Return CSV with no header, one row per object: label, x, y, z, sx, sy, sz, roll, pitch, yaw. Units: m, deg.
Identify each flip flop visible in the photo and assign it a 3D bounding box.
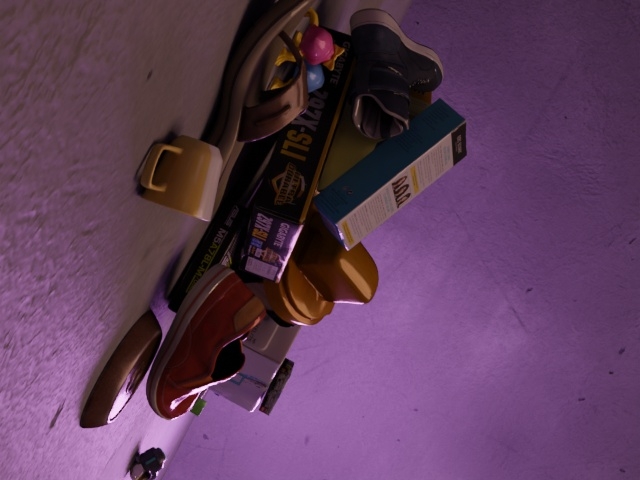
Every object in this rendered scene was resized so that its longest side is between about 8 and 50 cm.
flip flop,-0.059,-0.132,0.722,0.277,0.080,0.112,-62,179,27

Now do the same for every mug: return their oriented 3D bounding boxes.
mug,-0.114,-0.056,0.609,0.078,0.062,0.064,-161,-89,-84

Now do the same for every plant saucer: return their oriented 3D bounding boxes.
plant saucer,-0.250,0.171,0.917,0.168,0.029,0.168,-62,180,1

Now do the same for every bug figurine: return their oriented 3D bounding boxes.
bug figurine,0.022,-0.290,0.867,0.278,0.072,0.216,-62,179,13

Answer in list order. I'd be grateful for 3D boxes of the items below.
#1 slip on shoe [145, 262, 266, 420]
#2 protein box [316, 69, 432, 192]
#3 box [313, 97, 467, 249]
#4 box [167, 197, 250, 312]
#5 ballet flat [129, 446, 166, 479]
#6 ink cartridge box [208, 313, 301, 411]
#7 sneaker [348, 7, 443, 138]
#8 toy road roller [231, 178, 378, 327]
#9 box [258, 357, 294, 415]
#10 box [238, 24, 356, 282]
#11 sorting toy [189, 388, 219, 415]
slip on shoe,-0.163,0.167,0.995,0.123,0.101,0.331,-46,170,-47
protein box,0.096,-0.197,1.220,0.201,0.136,0.199,-78,-174,-48
box,0.108,-0.098,1.060,0.244,0.060,0.100,-39,154,-7
box,-0.168,0.040,1.107,0.184,0.045,0.190,-61,180,-12
ballet flat,-0.429,0.552,1.722,0.074,0.074,0.203,-62,-174,-36
ink cartridge box,-0.156,0.189,1.482,0.198,0.197,0.270,-61,180,-37
sneaker,0.114,-0.215,1.037,0.226,0.086,0.163,15,69,-52
toy road roller,0.000,0.000,1.291,0.202,0.241,0.329,52,51,-39
box,-0.091,0.306,1.499,0.093,0.027,0.137,-62,179,2
box,-0.034,-0.126,1.095,0.257,0.080,0.321,113,-5,-66
sorting toy,-0.280,0.297,1.722,0.196,0.047,0.347,-52,-163,5
